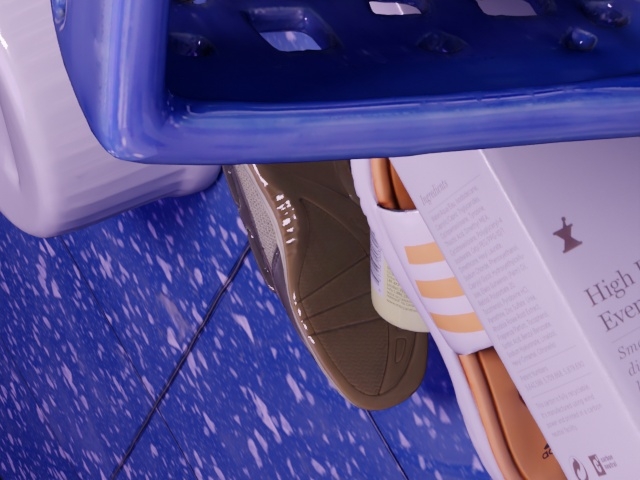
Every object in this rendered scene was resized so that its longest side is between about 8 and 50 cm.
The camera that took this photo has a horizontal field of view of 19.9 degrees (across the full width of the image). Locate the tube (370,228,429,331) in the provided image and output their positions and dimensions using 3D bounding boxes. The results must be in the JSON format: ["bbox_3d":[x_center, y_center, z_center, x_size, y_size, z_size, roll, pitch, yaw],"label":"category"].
[{"bbox_3d":[0.056,-0.063,0.926,0.070,0.062,0.240,6,127,13],"label":"tube"}]

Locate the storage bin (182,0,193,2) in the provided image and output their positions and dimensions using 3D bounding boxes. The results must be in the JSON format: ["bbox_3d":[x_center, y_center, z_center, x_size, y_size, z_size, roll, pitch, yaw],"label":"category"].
[{"bbox_3d":[-0.105,-0.219,1.011,0.084,0.122,0.180,4,119,66],"label":"storage bin"}]

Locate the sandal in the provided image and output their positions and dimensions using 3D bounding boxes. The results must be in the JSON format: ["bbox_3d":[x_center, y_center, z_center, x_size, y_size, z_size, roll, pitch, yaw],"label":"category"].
[{"bbox_3d":[0.103,0.028,0.870,0.076,0.102,0.265,28,148,54],"label":"sandal"}]

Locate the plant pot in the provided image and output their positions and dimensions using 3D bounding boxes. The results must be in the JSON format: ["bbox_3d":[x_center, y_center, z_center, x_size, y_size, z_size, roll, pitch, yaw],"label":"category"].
[{"bbox_3d":[0.019,-0.174,0.583,0.212,0.236,0.236,-133,45,-53],"label":"plant pot"}]

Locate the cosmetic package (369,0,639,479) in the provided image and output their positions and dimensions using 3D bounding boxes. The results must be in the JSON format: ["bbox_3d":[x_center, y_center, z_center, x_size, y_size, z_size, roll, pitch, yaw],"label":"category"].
[{"bbox_3d":[0.112,-0.020,0.755,0.231,0.117,0.085,61,158,3],"label":"cosmetic package"}]

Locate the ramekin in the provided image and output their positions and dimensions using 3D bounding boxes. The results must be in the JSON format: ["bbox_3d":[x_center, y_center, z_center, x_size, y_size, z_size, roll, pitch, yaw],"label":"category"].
[{"bbox_3d":[-0.196,-0.136,1.303,0.277,0.135,0.277,49,154,33],"label":"ramekin"}]

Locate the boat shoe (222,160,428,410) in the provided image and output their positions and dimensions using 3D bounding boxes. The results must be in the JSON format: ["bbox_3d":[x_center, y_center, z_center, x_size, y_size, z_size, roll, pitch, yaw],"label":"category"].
[{"bbox_3d":[-0.001,0.000,1.099,0.224,0.080,0.073,65,165,10],"label":"boat shoe"}]
